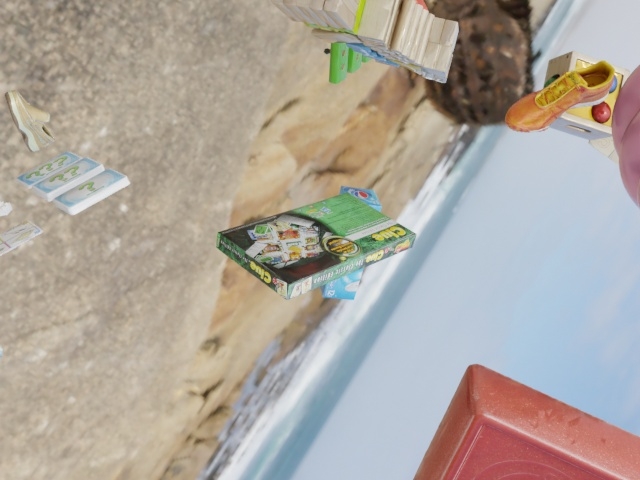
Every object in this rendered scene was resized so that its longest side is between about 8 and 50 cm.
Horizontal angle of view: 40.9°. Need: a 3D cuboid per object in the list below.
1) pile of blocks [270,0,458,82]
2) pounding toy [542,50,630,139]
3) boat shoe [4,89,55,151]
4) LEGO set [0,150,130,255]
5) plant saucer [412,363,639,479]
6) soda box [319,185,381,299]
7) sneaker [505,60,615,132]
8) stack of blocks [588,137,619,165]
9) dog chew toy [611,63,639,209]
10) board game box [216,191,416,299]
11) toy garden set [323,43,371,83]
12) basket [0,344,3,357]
[{"bbox_3d":[0.083,-0.354,1.327,0.362,0.149,0.113,15,90,-44],"label":"pile of blocks"},{"bbox_3d":[0.412,-0.227,1.369,0.100,0.141,0.130,178,-75,-73],"label":"pounding toy"},{"bbox_3d":[-0.621,-0.265,1.850,0.072,0.068,0.190,-18,158,-9],"label":"boat shoe"},{"bbox_3d":[-0.361,-0.044,0.956,0.244,0.182,0.060,-34,124,-25],"label":"LEGO set"},{"bbox_3d":[0.240,0.294,0.966,0.048,0.259,0.258,-53,164,-55],"label":"plant saucer"},{"bbox_3d":[0.052,0.007,1.624,0.071,0.067,0.210,-110,-150,-58],"label":"soda box"},{"bbox_3d":[0.337,-0.209,1.218,0.175,0.064,0.067,-28,150,-11],"label":"sneaker"},{"bbox_3d":[0.592,-0.276,1.452,0.297,0.087,0.171,-57,172,34],"label":"stack of blocks"},{"bbox_3d":[0.448,-0.107,1.013,0.206,0.206,0.332,-64,176,37],"label":"dog chew toy"},{"bbox_3d":[0.000,0.000,1.152,0.259,0.136,0.030,-19,131,-45],"label":"board game box"},{"bbox_3d":[0.067,-0.433,1.622,0.244,0.049,0.204,-46,145,-51],"label":"toy garden set"},{"bbox_3d":[-0.706,0.244,1.502,0.201,0.255,0.289,29,91,-39],"label":"basket"}]
